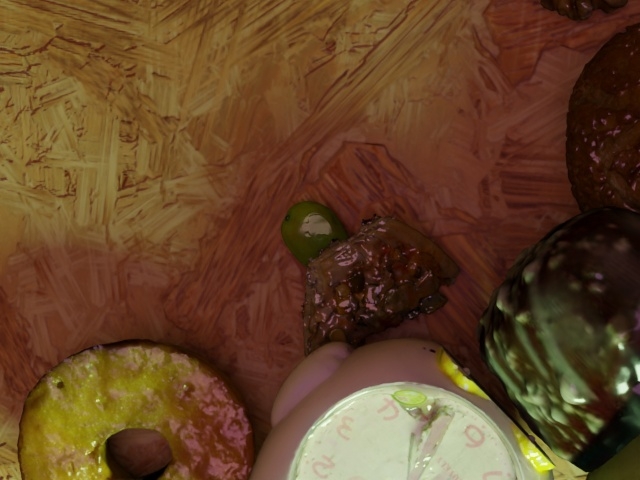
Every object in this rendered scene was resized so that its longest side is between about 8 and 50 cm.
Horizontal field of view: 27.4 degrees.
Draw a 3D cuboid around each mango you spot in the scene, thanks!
[{"bbox_3d":[0.000,0.000,1.603,0.108,0.056,0.073,42,105,-4],"label":"mango"}]

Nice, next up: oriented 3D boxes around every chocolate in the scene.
[{"bbox_3d":[0.284,0.088,1.393,0.210,0.340,0.225,41,68,10],"label":"chocolate"}]

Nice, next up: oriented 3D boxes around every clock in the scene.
[{"bbox_3d":[0.070,0.306,1.523,0.376,0.250,0.368,-44,87,5],"label":"clock"}]

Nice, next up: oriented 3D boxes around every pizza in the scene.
[{"bbox_3d":[0.052,0.065,1.574,0.226,0.069,0.147,-31,119,8],"label":"pizza"}]

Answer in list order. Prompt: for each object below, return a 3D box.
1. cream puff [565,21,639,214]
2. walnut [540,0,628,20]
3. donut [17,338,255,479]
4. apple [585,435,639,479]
[{"bbox_3d":[0.409,-0.104,1.441,0.303,0.212,0.303,1,94,14],"label":"cream puff"},{"bbox_3d":[0.294,-0.334,1.513,0.170,0.069,0.143,39,99,2],"label":"walnut"},{"bbox_3d":[-0.220,0.255,1.643,0.302,0.110,0.303,1,97,8],"label":"donut"},{"bbox_3d":[0.415,0.318,1.454,0.262,0.262,0.262,1,96,10],"label":"apple"}]
